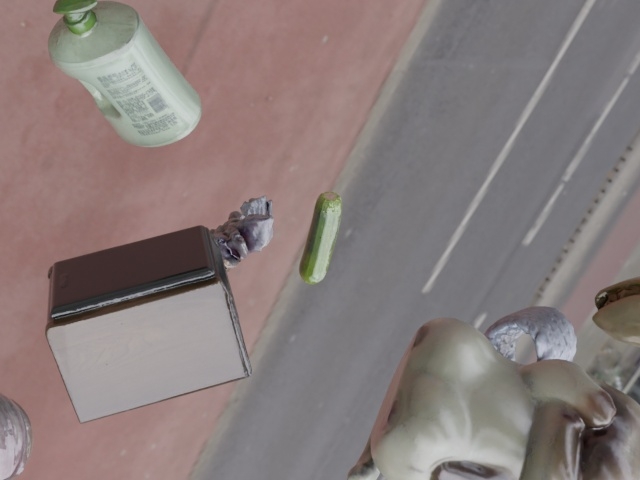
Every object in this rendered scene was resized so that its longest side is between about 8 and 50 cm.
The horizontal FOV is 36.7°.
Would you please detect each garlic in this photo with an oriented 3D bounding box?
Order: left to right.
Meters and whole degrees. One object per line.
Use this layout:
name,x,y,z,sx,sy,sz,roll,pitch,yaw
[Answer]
garlic,-0.565,0.336,1.450,0.257,0.207,0.207,-65,161,-12

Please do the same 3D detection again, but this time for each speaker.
speaker,-0.225,0.108,1.264,0.230,0.153,0.193,-15,121,-5

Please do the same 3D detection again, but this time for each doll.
doll,0.225,0.233,1.149,0.215,0.370,0.226,-63,158,-43

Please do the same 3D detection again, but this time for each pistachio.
pistachio,0.514,0.114,1.481,0.124,0.184,0.125,4,90,-66

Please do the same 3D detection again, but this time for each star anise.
star anise,-0.173,-0.002,1.899,0.229,0.093,0.236,-28,-168,32

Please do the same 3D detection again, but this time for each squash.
squash,0.000,0.000,2.043,0.066,0.066,0.229,-32,144,-46

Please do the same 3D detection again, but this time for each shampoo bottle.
shampoo bottle,-0.230,-0.199,1.091,0.234,0.118,0.087,56,35,-60

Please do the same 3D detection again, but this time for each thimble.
thimble,0.339,0.185,1.601,0.117,0.127,0.151,-9,135,-49
